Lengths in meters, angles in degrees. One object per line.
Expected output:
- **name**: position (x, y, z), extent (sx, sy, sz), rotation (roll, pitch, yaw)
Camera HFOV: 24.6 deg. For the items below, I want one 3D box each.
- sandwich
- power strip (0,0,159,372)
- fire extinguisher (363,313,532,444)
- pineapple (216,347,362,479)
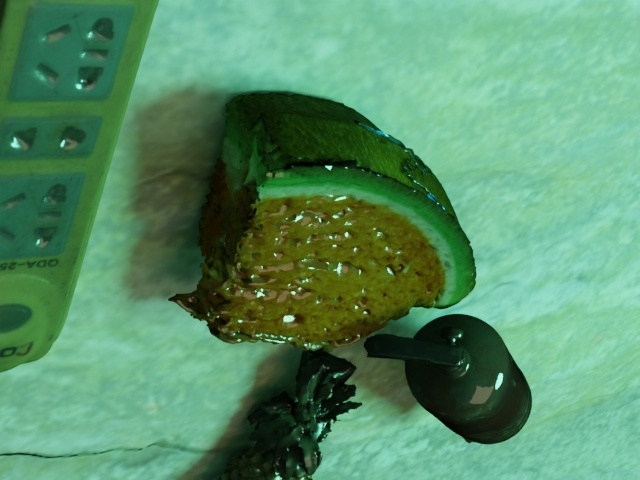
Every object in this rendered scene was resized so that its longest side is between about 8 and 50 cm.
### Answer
- **sandwich**: position (0.008, -0.008, 0.894), extent (0.235, 0.079, 0.159), rotation (12, 130, -45)
- **power strip**: position (-0.139, -0.063, 0.698), extent (0.092, 0.066, 0.387), rotation (-6, 133, -36)
- **fire extinguisher**: position (0.095, 0.097, 1.031), extent (0.267, 0.089, 0.072), rotation (45, 52, -72)
- **pineapple**: position (-0.022, 0.147, 1.038), extent (0.074, 0.074, 0.159), rotation (6, 117, -46)
